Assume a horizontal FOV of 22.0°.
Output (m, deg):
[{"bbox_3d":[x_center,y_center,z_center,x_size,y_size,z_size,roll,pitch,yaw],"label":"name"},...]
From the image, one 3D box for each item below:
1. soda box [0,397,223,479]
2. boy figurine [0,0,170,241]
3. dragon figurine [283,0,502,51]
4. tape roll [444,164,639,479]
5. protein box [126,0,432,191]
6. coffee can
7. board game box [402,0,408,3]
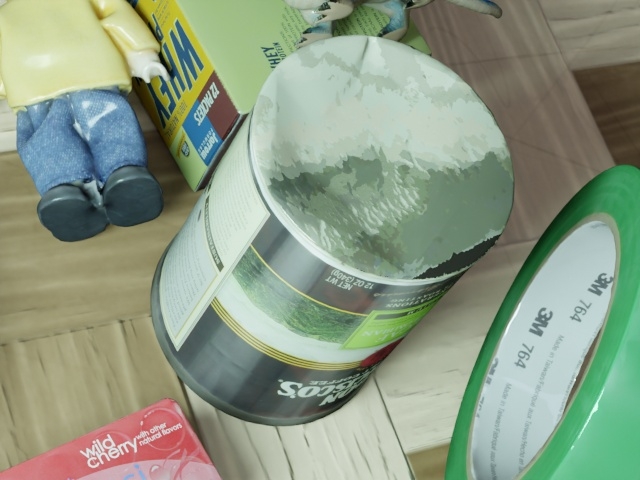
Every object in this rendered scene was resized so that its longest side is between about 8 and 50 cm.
[{"bbox_3d":[-0.203,0.210,1.181,0.263,0.083,0.092,-23,73,-30],"label":"soda box"},{"bbox_3d":[-0.221,-0.143,1.364,0.177,0.092,0.285,-19,66,-3],"label":"boy figurine"},{"bbox_3d":[0.026,-0.236,1.357,0.289,0.085,0.144,-9,67,-26],"label":"dragon figurine"},{"bbox_3d":[0.200,0.101,1.265,0.077,0.321,0.321,24,56,-9],"label":"tape roll"},{"bbox_3d":[-0.054,-0.182,1.429,0.201,0.136,0.200,-21,73,-31],"label":"protein box"},{"bbox_3d":[0.000,0.000,1.266,0.201,0.275,0.201,10,60,-17],"label":"coffee can"},{"bbox_3d":[0.065,-0.397,1.545,0.097,0.224,0.303,9,60,-15],"label":"board game box"}]
